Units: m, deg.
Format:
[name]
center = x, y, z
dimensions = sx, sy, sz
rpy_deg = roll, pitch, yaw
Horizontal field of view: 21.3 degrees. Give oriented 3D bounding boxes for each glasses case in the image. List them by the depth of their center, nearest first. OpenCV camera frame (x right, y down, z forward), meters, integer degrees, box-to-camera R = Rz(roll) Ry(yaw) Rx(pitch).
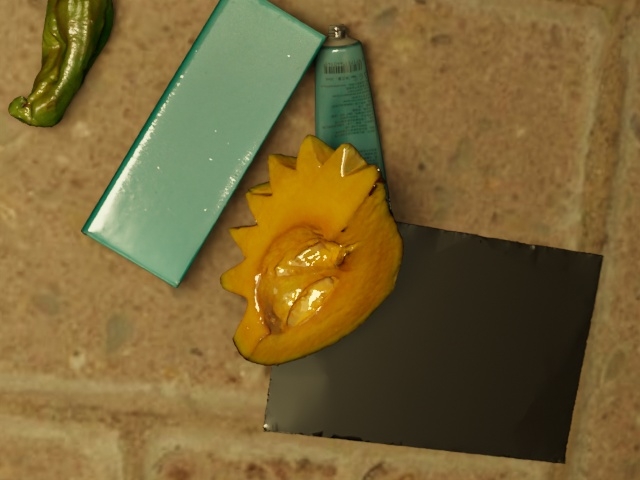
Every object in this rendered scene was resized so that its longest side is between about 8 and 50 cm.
[glasses case]
center = -0.120, -0.109, 1.749
dimensions = 0.117, 0.070, 0.301
rpy_deg = 32, 89, -7

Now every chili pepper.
[chili pepper]
center = -0.246, -0.208, 1.694
dimensions = 0.073, 0.072, 0.204
rpy_deg = 20, 87, -27

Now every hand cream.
[hand cream]
center = 0.030, -0.118, 1.806
dimensions = 0.083, 0.048, 0.224
rpy_deg = -9, 103, -16

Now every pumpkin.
[pumpkin]
center = 0.000, 0.000, 1.782
dimensions = 0.149, 0.130, 0.254
rpy_deg = 9, 121, -48

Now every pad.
[pad]
center = 0.127, 0.109, 1.879
dimensions = 0.367, 0.007, 0.248
rpy_deg = 8, 94, -18
